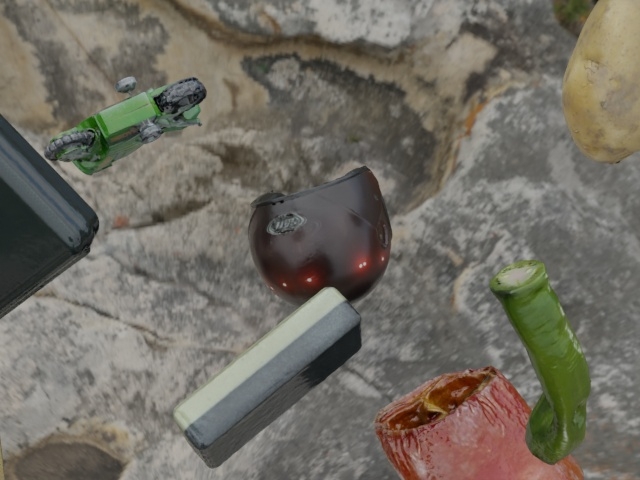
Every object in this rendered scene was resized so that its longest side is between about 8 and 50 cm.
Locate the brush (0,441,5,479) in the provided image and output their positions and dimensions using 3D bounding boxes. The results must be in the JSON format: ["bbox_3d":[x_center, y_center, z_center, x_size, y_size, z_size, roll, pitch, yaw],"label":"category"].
[{"bbox_3d":[-0.368,0.302,1.092,0.082,0.010,0.218,-4,65,-32],"label":"brush"}]

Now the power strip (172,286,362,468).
[{"bbox_3d":[-0.055,0.160,1.156,0.256,0.105,0.070,-37,68,-16],"label":"power strip"}]

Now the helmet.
[{"bbox_3d":[0.000,0.000,1.346,0.189,0.216,0.193,-15,57,26],"label":"helmet"}]

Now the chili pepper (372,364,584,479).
[{"bbox_3d":[0.260,0.353,1.530,0.251,0.229,0.305,-36,95,-9],"label":"chili pepper"}]

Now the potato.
[{"bbox_3d":[0.374,-0.195,1.167,0.161,0.235,0.128,-11,36,-35],"label":"potato"}]

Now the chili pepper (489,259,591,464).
[{"bbox_3d":[0.159,0.092,0.673,0.050,0.202,0.052,-21,40,1],"label":"chili pepper"}]

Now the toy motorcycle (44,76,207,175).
[{"bbox_3d":[-0.215,-0.124,1.072,0.190,0.106,0.074,-26,84,-16],"label":"toy motorcycle"}]

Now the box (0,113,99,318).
[{"bbox_3d":[-0.310,-0.005,0.826,0.160,0.230,0.050,49,32,-15],"label":"box"}]
